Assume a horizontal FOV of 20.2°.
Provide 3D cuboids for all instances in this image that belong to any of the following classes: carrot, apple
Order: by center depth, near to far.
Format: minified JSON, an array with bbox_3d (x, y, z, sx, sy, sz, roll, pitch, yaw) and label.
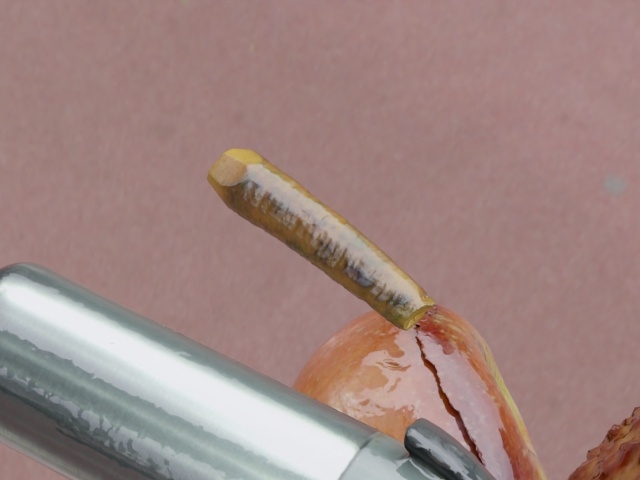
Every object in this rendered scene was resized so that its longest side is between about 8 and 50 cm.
[{"bbox_3d":[0.000,0.000,1.140,0.170,0.042,0.042,38,55,16],"label":"carrot"},{"bbox_3d":[0.084,0.193,1.584,0.206,0.251,0.272,-28,81,10],"label":"apple"}]

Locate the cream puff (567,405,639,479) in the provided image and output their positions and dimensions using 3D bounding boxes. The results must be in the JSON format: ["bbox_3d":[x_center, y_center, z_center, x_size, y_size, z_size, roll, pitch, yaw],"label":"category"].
[{"bbox_3d":[0.155,0.139,0.520,0.164,0.240,0.240,-26,64,-12],"label":"cream puff"}]

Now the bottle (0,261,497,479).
[{"bbox_3d":[-0.040,0.084,0.755,0.253,0.096,0.079,26,20,17],"label":"bottle"}]
